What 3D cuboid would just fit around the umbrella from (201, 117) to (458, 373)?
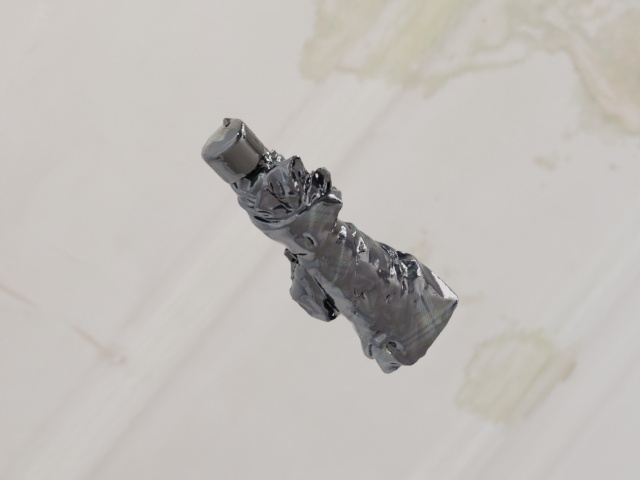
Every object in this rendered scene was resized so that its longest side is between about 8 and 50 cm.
[{"bbox_3d":[-0.002,0.001,1.021,0.080,0.071,0.224,-50,-58,-7],"label":"umbrella"}]
